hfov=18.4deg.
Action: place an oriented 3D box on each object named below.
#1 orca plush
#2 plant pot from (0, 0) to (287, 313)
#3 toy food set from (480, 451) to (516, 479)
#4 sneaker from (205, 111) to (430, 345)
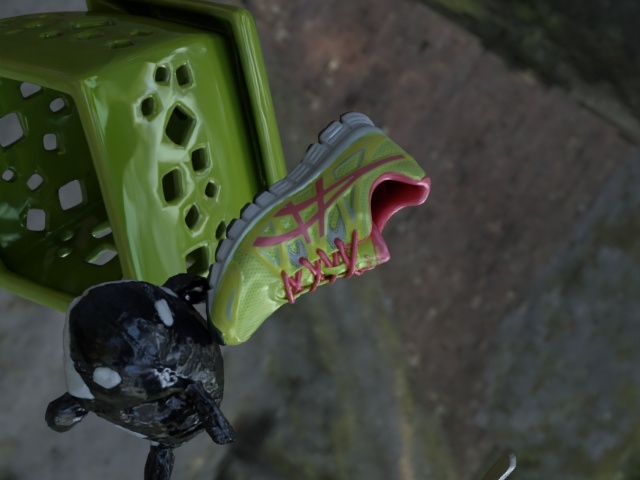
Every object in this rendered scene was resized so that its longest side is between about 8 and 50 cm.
[{"bbox_3d":[-0.111,0.127,1.419,0.151,0.102,0.287,-34,155,-24],"label":"orca plush"},{"bbox_3d":[-0.161,-0.084,1.610,0.207,0.228,0.227,-33,123,-36],"label":"plant pot"},{"bbox_3d":[0.137,0.265,1.474,0.038,0.192,0.132,-5,147,-24],"label":"toy food set"},{"bbox_3d":[0.000,0.000,1.408,0.208,0.094,0.081,-50,157,-19],"label":"sneaker"}]
